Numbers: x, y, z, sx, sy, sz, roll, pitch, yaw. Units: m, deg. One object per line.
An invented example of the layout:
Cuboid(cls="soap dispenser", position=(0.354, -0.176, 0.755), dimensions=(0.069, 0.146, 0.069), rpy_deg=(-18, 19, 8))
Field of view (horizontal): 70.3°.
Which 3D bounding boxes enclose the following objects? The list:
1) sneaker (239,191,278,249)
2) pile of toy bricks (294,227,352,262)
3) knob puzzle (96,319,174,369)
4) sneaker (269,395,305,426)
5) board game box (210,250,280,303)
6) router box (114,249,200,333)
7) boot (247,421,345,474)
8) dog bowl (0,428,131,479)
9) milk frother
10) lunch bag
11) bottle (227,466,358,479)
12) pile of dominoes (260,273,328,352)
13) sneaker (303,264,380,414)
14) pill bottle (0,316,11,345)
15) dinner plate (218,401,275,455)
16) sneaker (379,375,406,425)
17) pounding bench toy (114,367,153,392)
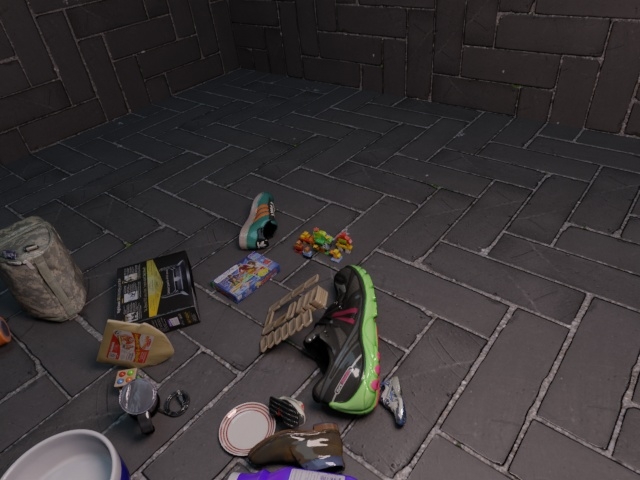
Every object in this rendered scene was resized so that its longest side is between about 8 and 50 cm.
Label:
Cuboid(cls="sneaker", position=(-0.214, -0.075, 1.774), dimensions=(0.121, 0.108, 0.302), rpy_deg=(4, 47, 12))
Cuboid(cls="pile of toy bricks", position=(0.000, 0.000, 1.634), dimensions=(0.212, 0.105, 0.118), rpy_deg=(16, 43, 27))
Cuboid(cls="knob puzzle", position=(-0.509, 0.293, 1.277), dimensions=(0.213, 0.213, 0.030), rpy_deg=(-9, 37, -3))
Cuboid(cls="sneaker", position=(-0.063, 0.409, 1.102), dimensions=(0.075, 0.057, 0.161), rpy_deg=(7, -10, -30))
Cuboid(cls="board game box", position=(-0.257, 0.123, 1.572), dimensions=(0.136, 0.035, 0.201), rpy_deg=(25, 47, 34))
Cuboid(cls="router box", position=(-0.543, 0.178, 1.506), dimensions=(0.243, 0.081, 0.309), rpy_deg=(-15, 38, -11))
Cuboid(cls="boot", position=(-0.050, 0.489, 1.024), dimensions=(0.219, 0.082, 0.106), rpy_deg=(-13, 35, -11))
Cuboid(cls="dog bowl", position=(-0.562, 0.561, 0.990), dimensions=(0.265, 0.104, 0.265), rpy_deg=(-5, 37, 4))
Cuboid(cls="milk frother", position=(-0.414, 0.403, 1.148), dimensions=(0.143, 0.134, 0.129), rpy_deg=(-34, 76, -27))
Cuboid(cls="lunch bag", position=(-0.911, 0.099, 1.484), dimensions=(0.256, 0.305, 0.212), rpy_deg=(25, 48, 37))
Cuboid(cls="bottle", position=(-0.057, 0.540, 0.948), dimensions=(0.283, 0.092, 0.118), rpy_deg=(2, 37, 11))
Cuboid(cls="pile of dominoes", position=(-0.080, 0.222, 1.322), dimensions=(0.251, 0.040, 0.196), rpy_deg=(-37, 25, 33))
Cuboid(cls="sneaker", position=(0.055, 0.238, 1.253), dimensions=(0.202, 0.185, 0.482), rpy_deg=(0, 36, 3))
Cuboid(cls="pill bottle", position=(-1.085, 0.317, 1.368), dimensions=(0.246, 0.130, 0.130), rpy_deg=(-22, 40, -19))
Cuboid(cls="dinner plate", position=(-0.180, 0.467, 1.125), dimensions=(0.141, 0.017, 0.141), rpy_deg=(-4, 37, 3))
Cuboid(cls="sneaker", position=(0.179, 0.404, 1.134), dimensions=(0.058, 0.052, 0.135), rpy_deg=(-14, 29, 7))
Cuboid(cls="pounding bench toy", position=(-0.508, 0.386, 1.242), dimensions=(0.083, 0.065, 0.052), rpy_deg=(-9, 37, -4))
